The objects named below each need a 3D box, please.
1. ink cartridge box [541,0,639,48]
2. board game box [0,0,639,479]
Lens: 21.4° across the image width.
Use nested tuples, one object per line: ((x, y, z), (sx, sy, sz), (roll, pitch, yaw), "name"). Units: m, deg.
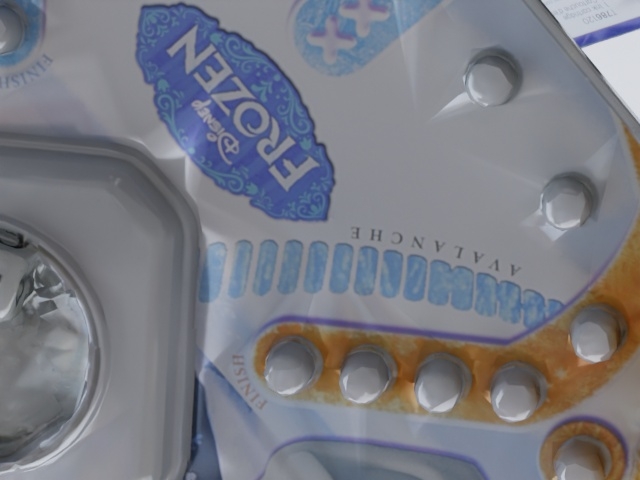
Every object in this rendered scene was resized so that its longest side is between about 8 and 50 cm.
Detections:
((0.067, -0.218, 0.692), (0.333, 0.165, 0.065), (42, -125, -29), "ink cartridge box")
((-0.105, 0.032, 0.512), (0.390, 0.390, 0.050), (49, -166, -5), "board game box")
